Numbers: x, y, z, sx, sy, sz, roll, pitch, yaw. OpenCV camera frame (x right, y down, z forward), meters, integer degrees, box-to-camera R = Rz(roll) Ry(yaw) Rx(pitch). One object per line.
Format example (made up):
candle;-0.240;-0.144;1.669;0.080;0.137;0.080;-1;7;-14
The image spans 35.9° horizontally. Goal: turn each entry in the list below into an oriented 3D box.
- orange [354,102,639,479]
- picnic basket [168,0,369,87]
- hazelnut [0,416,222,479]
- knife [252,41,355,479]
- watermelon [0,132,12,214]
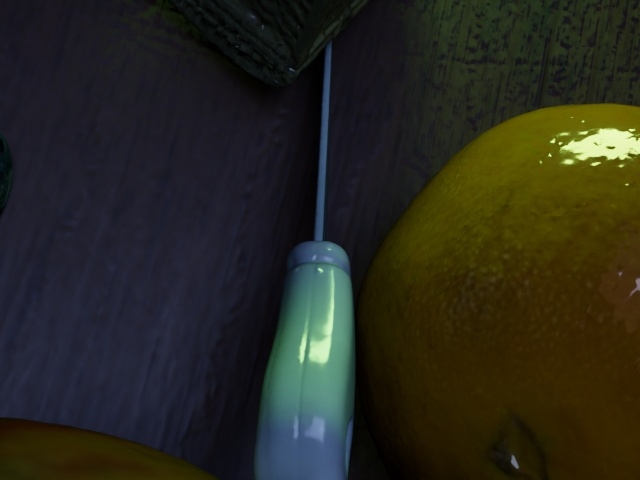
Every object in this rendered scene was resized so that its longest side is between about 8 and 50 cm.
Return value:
orange;0.145;0.061;0.519;0.261;0.261;0.261;4;75;-15
picnic basket;0.000;-0.216;0.601;0.134;0.154;0.196;39;64;0
hazelnut;-0.108;0.259;0.375;0.365;0.366;0.366;4;75;-15
knife;0.000;0.002;0.551;0.044;0.080;0.331;0;43;4
watermelon;-0.214;-0.036;0.562;0.061;0.085;0.085;8;71;17
